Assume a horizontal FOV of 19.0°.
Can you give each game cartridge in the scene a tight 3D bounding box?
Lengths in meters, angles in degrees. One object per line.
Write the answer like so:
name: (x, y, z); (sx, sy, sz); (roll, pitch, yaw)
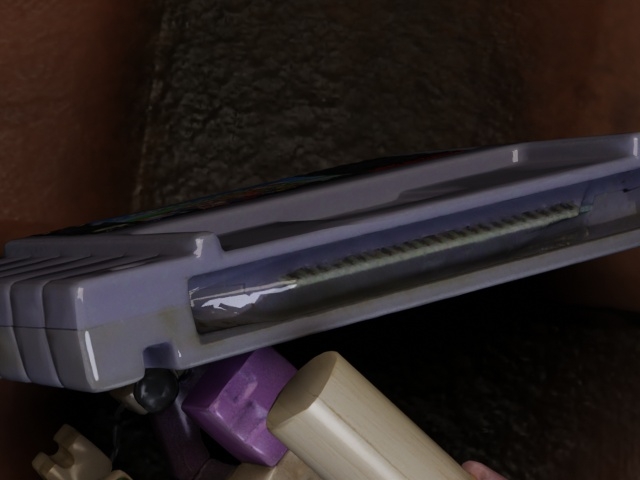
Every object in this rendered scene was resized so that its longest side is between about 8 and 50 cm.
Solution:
game cartridge: (0.000, 0.000, 0.922); (0.355, 0.230, 0.068); (-14, 100, -30)

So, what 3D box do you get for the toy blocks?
toy blocks: (-0.022, 0.219, 0.878); (0.260, 0.309, 0.288); (42, 78, -16)
